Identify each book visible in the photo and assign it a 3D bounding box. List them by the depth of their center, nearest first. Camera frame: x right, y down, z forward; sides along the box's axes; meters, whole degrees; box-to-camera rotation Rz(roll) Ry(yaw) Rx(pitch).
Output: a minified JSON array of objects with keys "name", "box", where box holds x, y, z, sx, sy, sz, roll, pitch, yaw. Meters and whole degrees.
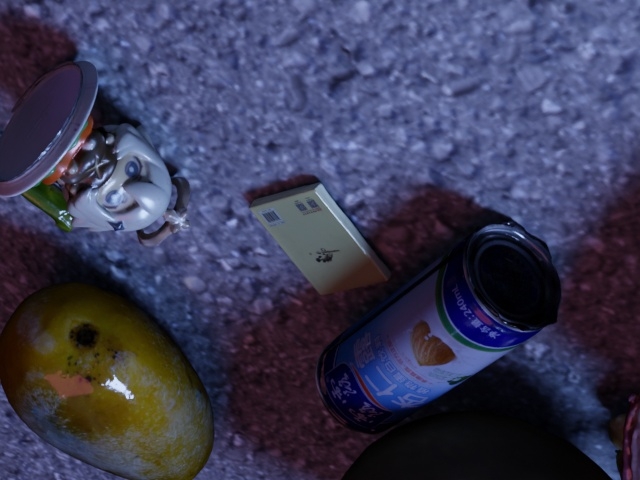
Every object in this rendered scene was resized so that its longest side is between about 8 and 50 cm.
[{"name":"book","box":[0.000,0.000,1.253,0.077,0.014,0.111,-14,126,40]}]

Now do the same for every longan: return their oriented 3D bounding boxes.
[{"name":"longan","box":[0.136,0.282,1.286,0.297,0.297,0.297,15,140,13]}]

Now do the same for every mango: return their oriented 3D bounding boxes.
[{"name":"mango","box":[-0.199,0.156,1.435,0.193,0.146,0.316,18,151,28]}]

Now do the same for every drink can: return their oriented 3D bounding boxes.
[{"name":"drink can","box":[0.092,0.077,1.227,0.097,0.097,0.235,36,139,-12]}]

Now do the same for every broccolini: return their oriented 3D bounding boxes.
[{"name":"broccolini","box":[-0.298,-0.072,1.300,0.067,0.058,0.216,-24,121,40]}]

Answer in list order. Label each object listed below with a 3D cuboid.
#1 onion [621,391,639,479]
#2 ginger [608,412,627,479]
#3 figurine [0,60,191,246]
[{"name":"onion","box":[0.386,0.181,1.044,0.260,0.337,0.282,-6,180,-23]},{"name":"ginger","box":[0.334,0.227,1.256,0.157,0.102,0.216,-4,133,41]},{"name":"figurine","box":[-0.176,-0.058,1.222,0.132,0.132,0.153,-20,135,41]}]
